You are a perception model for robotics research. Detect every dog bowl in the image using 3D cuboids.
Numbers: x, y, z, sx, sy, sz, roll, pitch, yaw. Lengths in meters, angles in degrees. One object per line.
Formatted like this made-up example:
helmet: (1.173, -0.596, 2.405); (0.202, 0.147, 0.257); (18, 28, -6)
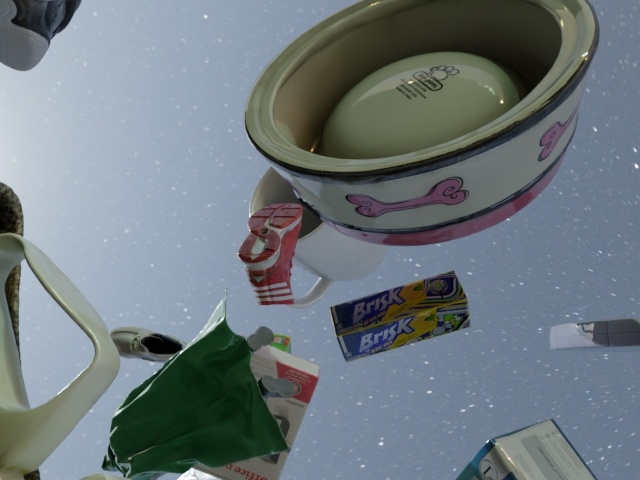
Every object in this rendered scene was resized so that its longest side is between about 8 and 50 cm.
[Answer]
dog bowl: (0.120, -0.163, 0.736); (0.407, 0.150, 0.408); (-14, -138, 13)

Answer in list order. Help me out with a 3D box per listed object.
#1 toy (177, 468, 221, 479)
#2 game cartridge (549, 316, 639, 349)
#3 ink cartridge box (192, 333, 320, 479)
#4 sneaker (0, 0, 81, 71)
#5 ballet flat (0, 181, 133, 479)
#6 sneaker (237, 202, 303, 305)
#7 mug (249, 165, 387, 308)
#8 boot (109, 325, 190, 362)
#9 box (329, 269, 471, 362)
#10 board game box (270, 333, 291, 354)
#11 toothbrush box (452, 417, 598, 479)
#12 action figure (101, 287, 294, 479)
toy: (-0.201, 0.486, 1.294); (0.237, 0.137, 0.056); (-20, -73, 43)
game cartridge: (0.570, 0.181, 1.120); (0.198, 0.297, 0.062); (7, -102, -7)
ink cartridge box: (-0.112, 0.291, 1.001); (0.158, 0.092, 0.218); (21, -88, -1)
sneaker: (-0.399, -0.380, 0.852); (0.268, 0.101, 0.153); (-46, -155, 42)
ballet flat: (-0.209, 0.129, 0.372); (0.182, 0.164, 0.483); (-23, -124, -11)
sneaker: (-0.076, 0.030, 0.988); (0.087, 0.221, 0.128); (1, -63, 16)
mug: (0.000, 0.000, 1.518); (0.276, 0.328, 0.374); (26, -100, 42)
boot: (-0.471, 0.274, 1.611); (0.258, 0.123, 0.095); (9, -113, 5)
box: (0.101, 0.097, 0.763); (0.168, 0.059, 0.054); (-17, -139, 2)
board game box: (-0.103, 0.290, 1.213); (0.043, 0.092, 0.181); (10, -136, 10)
toothbrush box: (0.263, 0.420, 0.802); (0.216, 0.126, 0.296); (59, -39, 38)
action figure: (-0.126, 0.158, 0.534); (0.232, 0.063, 0.137); (-35, -117, 28)
